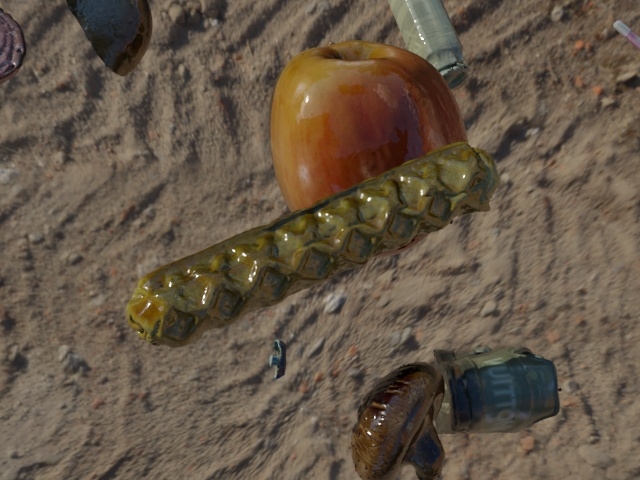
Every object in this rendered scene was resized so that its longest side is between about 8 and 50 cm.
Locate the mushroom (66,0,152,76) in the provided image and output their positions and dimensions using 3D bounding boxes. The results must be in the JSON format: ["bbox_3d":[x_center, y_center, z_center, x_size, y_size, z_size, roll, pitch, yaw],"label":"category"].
[{"bbox_3d":[-0.261,-0.298,0.885,0.094,0.072,0.210,-27,65,3],"label":"mushroom"}]

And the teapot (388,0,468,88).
[{"bbox_3d":[0.173,-0.340,1.228,0.077,0.107,0.200,-13,73,-20],"label":"teapot"}]

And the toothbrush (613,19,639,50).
[{"bbox_3d":[0.656,-0.311,1.363,0.286,0.025,0.020,43,63,-1],"label":"toothbrush"}]

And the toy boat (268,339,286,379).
[{"bbox_3d":[-0.089,0.243,1.498,0.038,0.038,0.083,-2,69,-2],"label":"toy boat"}]

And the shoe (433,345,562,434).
[{"bbox_3d":[0.217,0.186,0.907,0.149,0.293,0.109,-4,82,6],"label":"shoe"}]

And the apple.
[{"bbox_3d":[0.058,-0.116,0.869,0.242,0.242,0.241,-20,119,-6],"label":"apple"}]

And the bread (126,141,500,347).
[{"bbox_3d":[0.000,0.000,0.667,0.367,0.077,0.084,-25,52,-12],"label":"bread"}]

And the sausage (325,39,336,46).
[{"bbox_3d":[-0.005,-0.282,1.235,0.026,0.026,0.116,33,105,6],"label":"sausage"}]

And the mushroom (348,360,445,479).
[{"bbox_3d":[0.075,0.174,0.696,0.126,0.085,0.109,-42,123,-41],"label":"mushroom"}]

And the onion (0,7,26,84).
[{"bbox_3d":[-0.616,-0.291,1.196,0.250,0.111,0.247,0,45,-33],"label":"onion"}]
